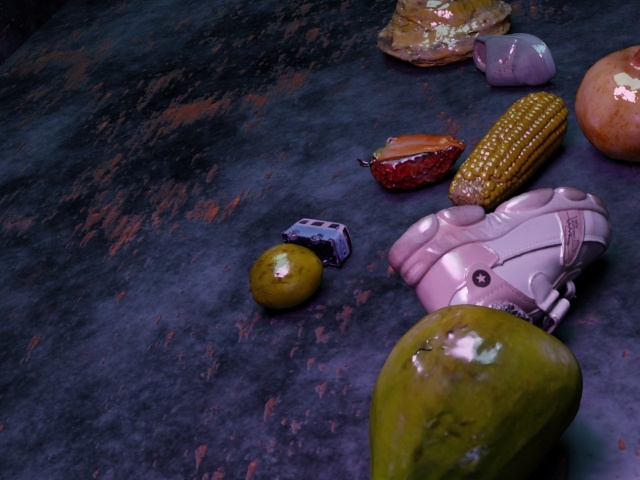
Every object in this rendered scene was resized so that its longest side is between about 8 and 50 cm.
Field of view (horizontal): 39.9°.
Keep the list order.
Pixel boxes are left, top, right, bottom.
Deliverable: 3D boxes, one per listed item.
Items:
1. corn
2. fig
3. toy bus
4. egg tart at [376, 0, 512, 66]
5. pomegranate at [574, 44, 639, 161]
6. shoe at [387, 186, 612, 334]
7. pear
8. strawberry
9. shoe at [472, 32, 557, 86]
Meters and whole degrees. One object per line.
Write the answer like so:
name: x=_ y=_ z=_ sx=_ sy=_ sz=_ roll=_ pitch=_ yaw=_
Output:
corn: x=0.343 y=-0.161 z=1.581 sx=0.119 sy=0.119 sz=0.322 roll=18 pitch=53 yaw=44
fig: x=0.150 y=0.210 z=1.038 sx=0.314 sy=0.233 sz=0.233 roll=-33 pitch=35 yaw=-24
toy bus: x=0.000 y=0.000 z=1.581 sx=0.123 sy=0.060 sz=0.075 roll=9 pitch=39 yaw=41
egg tart: x=0.295 y=-0.545 z=2.146 sx=0.352 sy=0.150 sz=0.352 roll=-12 pitch=31 yaw=7
pomegranate: x=0.542 y=-0.236 z=1.515 sx=0.207 sy=0.207 sz=0.207 roll=-14 pitch=33 yaw=9
shoe: x=0.280 y=0.055 z=1.274 sx=0.351 sy=0.172 sz=0.198 roll=-10 pitch=66 yaw=-18
pear: x=-0.061 y=0.060 z=1.485 sx=0.131 sy=0.107 sz=0.107 roll=-16 pitch=32 yaw=-8
strawberry: x=0.175 y=-0.147 z=1.678 sx=0.192 sy=0.085 sz=0.140 roll=-17 pitch=25 yaw=-5
shoe: x=0.394 y=-0.382 z=1.892 sx=0.100 sy=0.103 sz=0.251 roll=-30 pitch=29 yaw=-17
